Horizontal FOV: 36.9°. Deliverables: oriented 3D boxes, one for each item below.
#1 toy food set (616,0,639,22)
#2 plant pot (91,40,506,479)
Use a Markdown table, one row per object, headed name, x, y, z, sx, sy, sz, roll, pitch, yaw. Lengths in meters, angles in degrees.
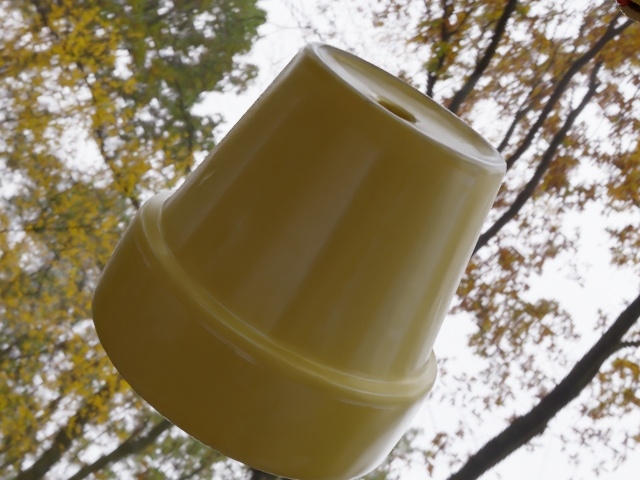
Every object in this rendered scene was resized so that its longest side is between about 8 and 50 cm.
| name | x | y | z | sx | sy | sz | roll | pitch | yaw |
| --- | --- | --- | --- | --- | --- | --- | --- | --- | --- |
| toy food set | 0.193 | -0.159 | 0.525 | 0.083 | 0.020 | 0.082 | -59 | -149 | 18 |
| plant pot | 0.000 | 0.000 | 0.690 | 0.254 | 0.254 | 0.239 | 36 | -71 | 15 |
